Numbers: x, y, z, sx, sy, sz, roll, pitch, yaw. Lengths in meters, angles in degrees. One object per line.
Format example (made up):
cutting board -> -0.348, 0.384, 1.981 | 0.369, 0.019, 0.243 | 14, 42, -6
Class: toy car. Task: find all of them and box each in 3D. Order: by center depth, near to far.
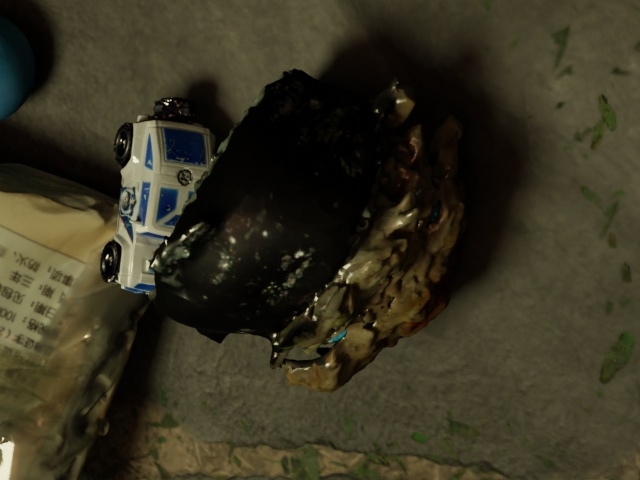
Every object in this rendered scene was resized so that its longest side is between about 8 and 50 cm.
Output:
toy car -> -0.133, -0.037, 1.025 | 0.070, 0.080, 0.171 | 9, 92, 57

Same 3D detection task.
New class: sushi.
sushi -> 0.005, 0.003, 0.923 | 0.218, 0.225, 0.238 | 34, 143, -4

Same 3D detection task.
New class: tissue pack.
tissue pack -> -0.363, 0.082, 1.106 | 0.375, 0.195, 0.390 | 26, 91, 11

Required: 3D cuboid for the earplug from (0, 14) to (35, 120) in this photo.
earplug -> -0.390, -0.177, 1.108 | 0.273, 0.132, 0.132 | 15, 112, 17
